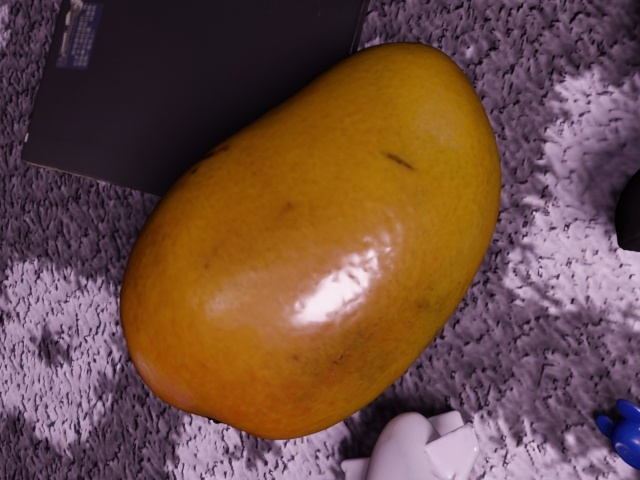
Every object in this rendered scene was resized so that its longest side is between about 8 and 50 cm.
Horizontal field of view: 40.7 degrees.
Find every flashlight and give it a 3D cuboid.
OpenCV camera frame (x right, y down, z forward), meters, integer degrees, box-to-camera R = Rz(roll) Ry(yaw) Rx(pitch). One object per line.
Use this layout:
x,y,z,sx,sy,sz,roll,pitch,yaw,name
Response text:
0.227,0.148,0.539,0.035,0.057,0.121,-35,70,-21,flashlight

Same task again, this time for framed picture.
-0.121,-0.164,0.780,0.339,0.014,0.255,13,89,28,framed picture

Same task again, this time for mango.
0.000,0.000,0.608,0.211,0.173,0.317,42,91,26,mango

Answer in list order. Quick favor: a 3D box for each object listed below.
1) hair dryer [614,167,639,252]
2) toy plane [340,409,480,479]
0.159,-0.129,0.535,0.284,0.156,0.320,-18,76,22,hair dryer
0.090,0.231,0.559,0.245,0.117,0.244,2,93,43,toy plane
